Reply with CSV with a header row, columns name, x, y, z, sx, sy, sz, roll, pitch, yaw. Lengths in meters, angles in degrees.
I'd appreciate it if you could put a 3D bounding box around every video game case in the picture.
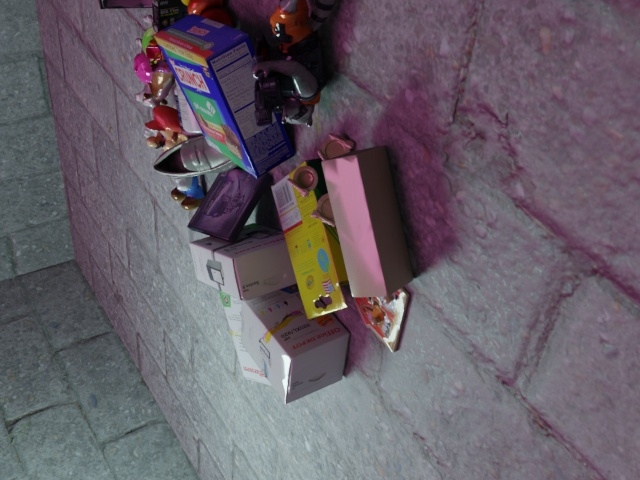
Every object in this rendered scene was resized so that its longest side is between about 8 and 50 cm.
name,x,y,z,sx,sy,sz,roll,pitch,yaw
video game case,-0.243,-0.098,1.910,0.026,0.196,0.274,35,169,-30

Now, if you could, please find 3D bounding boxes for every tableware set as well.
name,x,y,z,sx,sy,sz,roll,pitch,yaw
tableware set,0.023,-0.123,1.472,0.141,0.020,0.169,45,103,15

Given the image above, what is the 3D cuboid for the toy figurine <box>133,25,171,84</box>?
name,x,y,z,sx,sy,sz,roll,pitch,yaw
toy figurine,-0.412,-0.464,1.898,0.173,0.159,0.130,9,132,8

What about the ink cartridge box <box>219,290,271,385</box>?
name,x,y,z,sx,sy,sz,roll,pitch,yaw
ink cartridge box,-0.162,0.239,2.008,0.201,0.117,0.278,-6,101,61

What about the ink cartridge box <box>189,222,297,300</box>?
name,x,y,z,sx,sy,sz,roll,pitch,yaw
ink cartridge box,-0.182,0.048,1.844,0.273,0.198,0.115,14,118,57

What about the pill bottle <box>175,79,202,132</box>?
name,x,y,z,sx,sy,sz,roll,pitch,yaw
pill bottle,-0.303,-0.400,1.861,0.131,0.131,0.229,29,130,52

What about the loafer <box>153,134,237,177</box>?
name,x,y,z,sx,sy,sz,roll,pitch,yaw
loafer,-0.321,-0.224,1.953,0.319,0.111,0.112,-13,96,41

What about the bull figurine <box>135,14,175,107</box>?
name,x,y,z,sx,sy,sz,roll,pitch,yaw
bull figurine,-0.460,-0.520,2.087,0.310,0.101,0.188,-39,71,49

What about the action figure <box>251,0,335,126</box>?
name,x,y,z,sx,sy,sz,roll,pitch,yaw
action figure,-0.044,-0.350,1.386,0.341,0.178,0.330,-93,4,-47

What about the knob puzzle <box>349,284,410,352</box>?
name,x,y,z,sx,sy,sz,roll,pitch,yaw
knob puzzle,0.107,0.120,1.554,0.213,0.030,0.213,39,138,46

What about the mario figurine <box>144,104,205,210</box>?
name,x,y,z,sx,sy,sz,roll,pitch,yaw
mario figurine,-0.453,-0.245,2.170,0.198,0.170,0.321,5,124,23

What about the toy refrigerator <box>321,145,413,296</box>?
name,x,y,z,sx,sy,sz,roll,pitch,yaw
toy refrigerator,0.089,-0.035,1.391,0.094,0.102,0.270,-6,103,39

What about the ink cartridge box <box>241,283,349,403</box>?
name,x,y,z,sx,sy,sz,roll,pitch,yaw
ink cartridge box,-0.066,0.240,1.783,0.233,0.171,0.168,45,143,38

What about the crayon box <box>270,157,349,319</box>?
name,x,y,z,sx,sy,sz,roll,pitch,yaw
crayon box,0.000,0.000,1.591,0.202,0.081,0.319,-25,78,62

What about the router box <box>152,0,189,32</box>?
name,x,y,z,sx,sy,sz,roll,pitch,yaw
router box,-0.372,-0.591,1.879,0.038,0.122,0.092,41,141,36

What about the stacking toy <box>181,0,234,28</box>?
name,x,y,z,sx,sy,sz,roll,pitch,yaw
stacking toy,-0.304,-0.620,1.746,0.330,0.141,0.141,65,151,3

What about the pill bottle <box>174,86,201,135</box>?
name,x,y,z,sx,sy,sz,roll,pitch,yaw
pill bottle,-0.347,-0.379,1.990,0.094,0.094,0.169,25,128,54

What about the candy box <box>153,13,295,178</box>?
name,x,y,z,sx,sy,sz,roll,pitch,yaw
candy box,-0.218,-0.333,1.670,0.268,0.122,0.317,35,154,48

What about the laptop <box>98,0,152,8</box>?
name,x,y,z,sx,sy,sz,roll,pitch,yaw
laptop,-0.562,-0.894,2.147,0.408,0.236,0.382,-102,7,-66
